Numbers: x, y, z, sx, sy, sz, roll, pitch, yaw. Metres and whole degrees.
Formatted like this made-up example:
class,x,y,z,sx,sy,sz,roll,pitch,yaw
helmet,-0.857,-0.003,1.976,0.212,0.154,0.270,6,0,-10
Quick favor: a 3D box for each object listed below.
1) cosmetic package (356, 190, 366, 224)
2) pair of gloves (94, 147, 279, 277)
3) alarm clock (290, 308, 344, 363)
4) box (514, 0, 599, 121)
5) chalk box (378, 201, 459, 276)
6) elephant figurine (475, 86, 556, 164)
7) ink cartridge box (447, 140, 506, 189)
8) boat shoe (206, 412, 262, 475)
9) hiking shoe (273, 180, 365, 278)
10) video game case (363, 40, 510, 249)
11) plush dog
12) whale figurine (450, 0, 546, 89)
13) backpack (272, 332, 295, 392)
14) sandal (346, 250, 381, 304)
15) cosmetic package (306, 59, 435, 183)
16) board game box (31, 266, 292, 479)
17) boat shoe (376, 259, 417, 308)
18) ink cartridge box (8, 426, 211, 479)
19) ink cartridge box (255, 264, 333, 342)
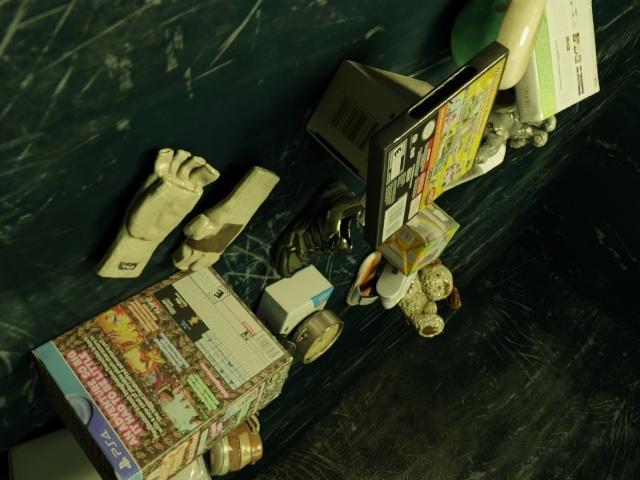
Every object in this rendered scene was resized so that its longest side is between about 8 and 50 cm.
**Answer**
class,x,y,z,sx,sy,sz,roll,pitch,yaw
cosmetic package,0.124,-0.092,1.259,0.060,0.041,0.115,-16,144,-52
pair of gloves,-0.180,-0.034,0.796,0.204,0.042,0.240,-51,157,22
alarm clock,-0.016,0.210,1.264,0.129,0.064,0.192,-48,162,3
box,0.508,-0.405,1.224,0.321,0.058,0.233,-28,111,-41
chalk box,0.275,-0.019,1.550,0.213,0.132,0.132,-23,149,-43
elephant figurine,0.409,-0.285,1.322,0.239,0.186,0.170,-10,109,-17
ink cartridge box,0.404,-0.201,1.473,0.224,0.056,0.181,-28,-179,-37
boat shoe,-0.191,0.414,1.235,0.116,0.123,0.324,-1,-175,-14
hiking shoe,0.000,0.000,1.091,0.227,0.114,0.086,-54,157,18
video game case,0.167,-0.132,0.869,0.248,0.035,0.275,-39,156,-17
plush dog,0.373,0.178,2.023,0.225,0.263,0.210,-33,-170,-7
whale figurine,0.318,-0.402,0.995,0.216,0.141,0.272,52,57,-69
backpack,-0.156,0.279,1.214,0.188,0.165,0.145,121,-11,-51
sandal,0.143,0.131,1.645,0.102,0.076,0.265,-35,156,-27
cosmetic package,0.132,-0.190,0.954,0.296,0.153,0.129,-11,140,-54
board game box,-0.232,0.206,0.862,0.290,0.232,0.141,-30,154,-34
boat shoe,0.232,0.082,1.639,0.258,0.095,0.084,-52,150,-28
ink cartridge box,-0.360,0.459,1.066,0.285,0.166,0.395,-17,150,-16
ink cartridge box,-0.074,0.172,1.299,0.148,0.086,0.203,-27,151,-41
